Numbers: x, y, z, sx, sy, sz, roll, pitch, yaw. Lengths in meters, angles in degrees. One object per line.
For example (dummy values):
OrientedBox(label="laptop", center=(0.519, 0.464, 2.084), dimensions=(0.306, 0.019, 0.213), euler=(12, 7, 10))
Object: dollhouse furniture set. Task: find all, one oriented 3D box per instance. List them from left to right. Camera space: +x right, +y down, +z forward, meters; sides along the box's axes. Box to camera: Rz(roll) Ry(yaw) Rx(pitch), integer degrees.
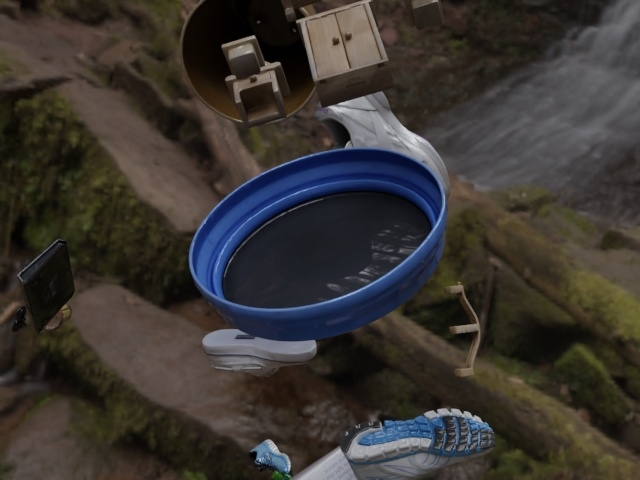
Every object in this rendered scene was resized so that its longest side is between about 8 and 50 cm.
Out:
OrientedBox(label="dollhouse furniture set", center=(-0.021, -0.366, 1.243), dimensions=(0.303, 0.355, 0.174), euler=(-16, 41, 5))

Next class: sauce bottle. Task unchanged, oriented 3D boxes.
OrientedBox(label="sauce bottle", center=(-0.402, 0.114, 1.475), dimensions=(0.042, 0.042, 0.128), euler=(9, -2, -4))

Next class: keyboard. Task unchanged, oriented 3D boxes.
OrientedBox(label="keyboard", center=(-0.364, 0.069, 1.251), dimensions=(0.023, 0.108, 0.180), euler=(34, -26, 7))

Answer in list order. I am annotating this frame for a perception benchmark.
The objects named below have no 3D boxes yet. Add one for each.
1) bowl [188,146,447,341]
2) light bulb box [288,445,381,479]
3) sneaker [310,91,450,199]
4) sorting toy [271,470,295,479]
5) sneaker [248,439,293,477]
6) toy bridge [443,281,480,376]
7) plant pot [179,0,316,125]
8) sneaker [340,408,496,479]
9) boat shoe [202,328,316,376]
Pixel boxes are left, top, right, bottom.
OrientedBox(label="bowl", center=(0.000, 0.000, 1.441), dimensions=(0.391, 0.077, 0.391), euler=(-13, 35, 9))
OrientedBox(label="light bulb box", center=(0.015, 0.516, 1.350), dimensions=(0.225, 0.361, 0.358), euler=(-30, -11, -33))
OrientedBox(label="sneaker", center=(0.104, -0.157, 1.743), dimensions=(0.305, 0.152, 0.114), euler=(45, -20, -13))
OrientedBox(label="sorting toy", center=(-0.152, 0.515, 1.717), dimensions=(0.126, 0.365, 0.127), euler=(39, 23, -19))
OrientedBox(label="sneaker", center=(-0.118, 0.532, 2.280), dimensions=(0.073, 0.063, 0.162), euler=(-17, 21, -25))
OrientedBox(label="toy bridge", center=(0.290, 0.177, 1.949), dimensions=(0.063, 0.188, 0.026), euler=(-3, -5, -29))
OrientedBox(label="plant pot", center=(-0.096, -0.356, 1.670), dimensions=(0.237, 0.237, 0.254), euler=(11, 30, 3))
OrientedBox(label="sneaker", center=(0.125, 0.266, 1.212), dimensions=(0.191, 0.083, 0.071), euler=(-7, 34, 9))
OrientedBox(label="boat shoe", center=(-0.119, 0.234, 1.977), dimensions=(0.258, 0.084, 0.095), euler=(2, 27, 30))
